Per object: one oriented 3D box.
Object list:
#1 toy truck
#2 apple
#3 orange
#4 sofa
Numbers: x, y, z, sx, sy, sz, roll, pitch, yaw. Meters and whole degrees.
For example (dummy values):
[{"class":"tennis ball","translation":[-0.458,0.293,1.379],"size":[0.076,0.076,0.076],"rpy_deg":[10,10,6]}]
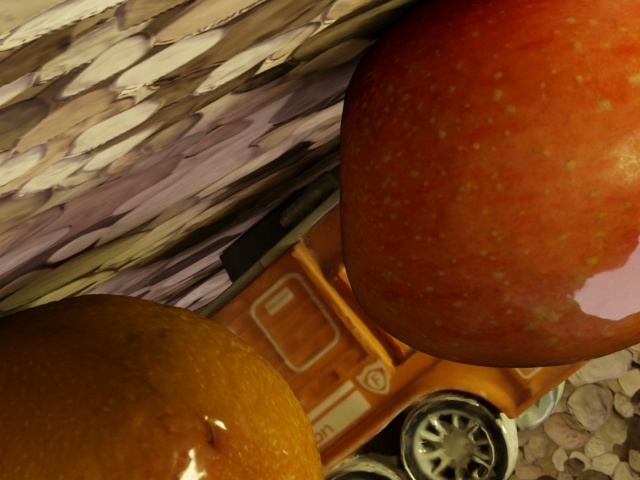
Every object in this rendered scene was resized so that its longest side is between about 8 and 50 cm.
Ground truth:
[{"class":"toy truck","translation":[0.092,0.018,1.169],"size":[0.387,0.207,0.173],"rpy_deg":[-40,179,22]},{"class":"apple","translation":[0.093,-0.037,0.846],"size":[0.168,0.181,0.181],"rpy_deg":[-6,179,9]},{"class":"orange","translation":[-0.131,0.155,1.068],"size":[0.264,0.264,0.264],"rpy_deg":[-30,176,-2]},{"class":"sofa","translation":[0.000,0.000,1.355],"size":[0.085,0.060,0.147],"rpy_deg":[-28,175,-29]}]
